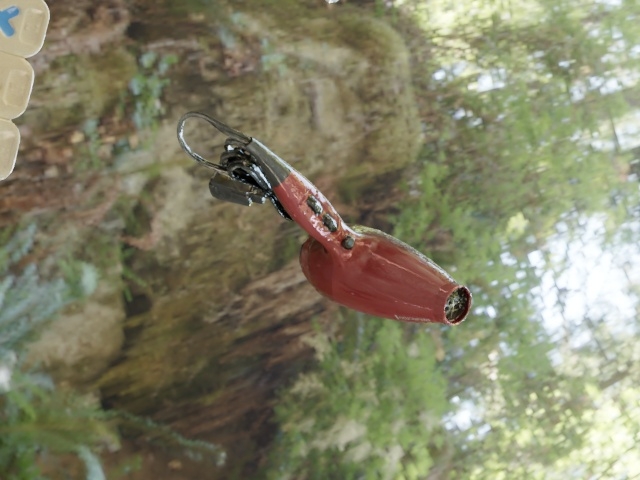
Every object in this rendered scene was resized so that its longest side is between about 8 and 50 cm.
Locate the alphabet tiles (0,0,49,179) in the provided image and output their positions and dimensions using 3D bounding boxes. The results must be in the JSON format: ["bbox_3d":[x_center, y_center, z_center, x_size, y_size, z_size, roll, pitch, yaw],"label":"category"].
[{"bbox_3d":[-0.385,-0.162,1.002,0.021,0.278,0.284,-178,-80,-72],"label":"alphabet tiles"}]

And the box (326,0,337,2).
[{"bbox_3d":[0.067,-0.329,0.862,0.067,0.063,0.324,31,-82,-1],"label":"box"}]

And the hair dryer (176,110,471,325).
[{"bbox_3d":[0.000,0.000,1.057,0.293,0.223,0.080,28,-95,6],"label":"hair dryer"}]
